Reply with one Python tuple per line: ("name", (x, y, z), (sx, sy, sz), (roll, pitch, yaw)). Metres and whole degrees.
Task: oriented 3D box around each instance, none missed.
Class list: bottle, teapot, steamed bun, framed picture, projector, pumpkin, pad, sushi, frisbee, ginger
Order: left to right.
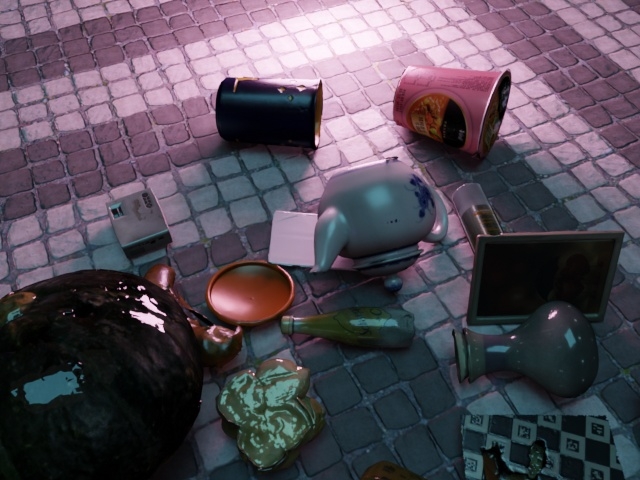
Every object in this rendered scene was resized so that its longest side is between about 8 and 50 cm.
("pumpkin", (-0.410, 0.234, 0.945), (0.455, 0.343, 0.454), (-16, 17, 5))
("projector", (-0.421, -0.040, 1.358), (0.115, 0.061, 0.147), (-21, 57, -16))
("ginger", (-0.283, 0.162, 1.180), (0.309, 0.107, 0.133), (33, 89, 29))
("frisbee", (-0.150, 0.116, 1.256), (0.192, 0.035, 0.192), (1, 41, -1))
("steamed bun", (-0.084, 0.316, 1.076), (0.192, 0.106, 0.177), (-40, 67, -16))
("pad", (0.000, 0.000, 1.353), (0.232, 0.004, 0.156), (5, 53, -3))
("bottle", (0.054, 0.176, 1.189), (0.270, 0.083, 0.083), (0, 54, 1))
("teapot", (0.129, -0.025, 1.253), (0.424, 0.252, 0.279), (-15, 91, -39))
("bottle", (0.377, -0.003, 1.322), (0.082, 0.082, 0.285), (-9, 55, -6))
("teapot", (0.386, 0.213, 1.120), (0.251, 0.183, 0.183), (-6, 53, 8))
("sushi", (0.391, 0.411, 1.042), (0.280, 0.043, 0.192), (1, 54, 0))
("framed picture", (0.453, 0.077, 1.194), (0.290, 0.211, 0.020), (-1, 26, -1))

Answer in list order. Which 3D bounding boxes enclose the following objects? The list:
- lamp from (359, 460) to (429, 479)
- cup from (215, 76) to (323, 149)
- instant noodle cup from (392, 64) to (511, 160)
("lamp", (0.134, 0.459, 0.942), (0.185, 0.161, 0.161), (25, 58, 17))
("cup", (-0.124, -0.333, 1.546), (0.257, 0.255, 0.178), (5, 91, 6))
("instant noodle cup", (0.333, -0.348, 1.507), (0.255, 0.243, 0.243), (19, 56, 23))
